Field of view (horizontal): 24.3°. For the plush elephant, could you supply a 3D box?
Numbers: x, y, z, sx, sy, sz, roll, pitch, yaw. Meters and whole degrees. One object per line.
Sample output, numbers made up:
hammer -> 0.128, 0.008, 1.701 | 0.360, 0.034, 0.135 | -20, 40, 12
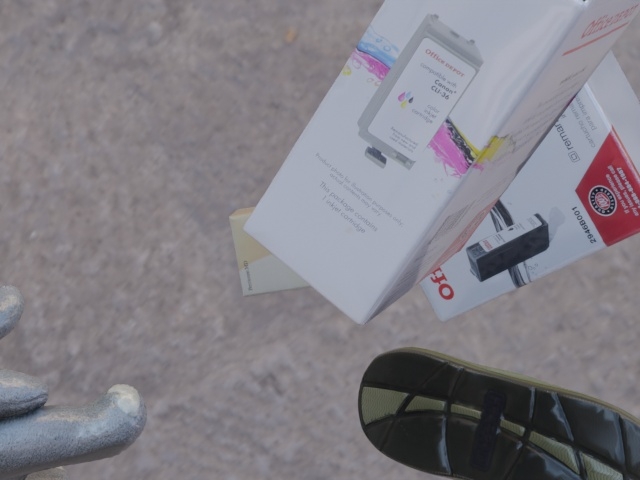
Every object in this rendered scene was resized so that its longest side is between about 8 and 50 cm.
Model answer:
plush elephant -> -0.377, 0.141, 1.488 | 0.330, 0.272, 0.255 | -4, 64, -25

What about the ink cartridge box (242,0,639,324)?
ink cartridge box -> 0.064, -0.072, 0.586 | 0.067, 0.198, 0.115 | 40, 28, 11

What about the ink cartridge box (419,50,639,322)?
ink cartridge box -> 0.200, -0.063, 1.522 | 0.197, 0.273, 0.114 | 61, 33, -2

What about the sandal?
sandal -> 0.165, 0.160, 1.157 | 0.086, 0.302, 0.120 | 13, 100, -54

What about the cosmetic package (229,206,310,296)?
cosmetic package -> 0.000, 0.000, 1.016 | 0.115, 0.041, 0.060 | -10, 96, 7
